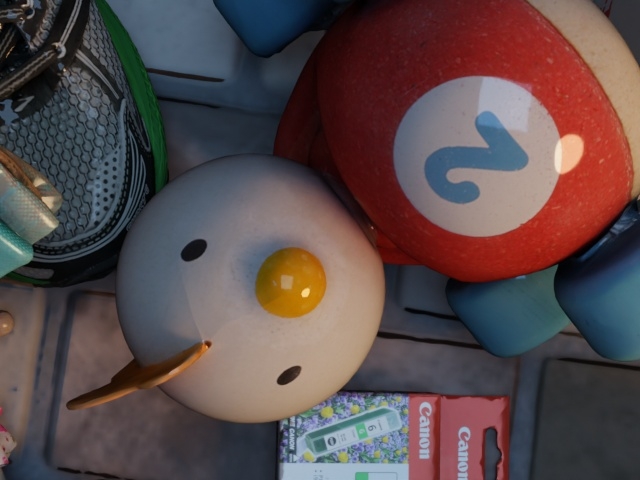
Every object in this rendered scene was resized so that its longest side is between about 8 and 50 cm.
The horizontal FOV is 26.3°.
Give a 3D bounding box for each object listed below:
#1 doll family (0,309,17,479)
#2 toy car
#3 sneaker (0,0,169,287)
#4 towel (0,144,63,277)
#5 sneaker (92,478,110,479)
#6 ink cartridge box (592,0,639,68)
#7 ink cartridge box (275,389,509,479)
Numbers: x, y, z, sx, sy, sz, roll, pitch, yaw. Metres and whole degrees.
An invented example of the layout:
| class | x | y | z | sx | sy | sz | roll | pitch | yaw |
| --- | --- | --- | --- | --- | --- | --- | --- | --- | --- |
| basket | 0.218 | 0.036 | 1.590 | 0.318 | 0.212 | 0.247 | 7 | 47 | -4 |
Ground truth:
| class | x | y | z | sx | sy | sz | roll | pitch | yaw |
| --- | --- | --- | --- | --- | --- | --- | --- | --- | --- |
| doll family | -0.260 | 0.091 | 0.592 | 0.263 | 0.118 | 0.163 | -25 | 86 | -6 |
| toy car | 0.000 | 0.000 | 0.560 | 0.238 | 0.210 | 0.219 | -41 | 100 | -16 |
| sneaker | -0.182 | -0.132 | 0.606 | 0.134 | 0.146 | 0.343 | -30 | 88 | -6 |
| towel | -0.287 | -0.011 | 0.376 | 0.271 | 0.370 | 0.040 | -38 | 48 | 11 |
| sneaker | -0.128 | 0.239 | 0.614 | 0.106 | 0.101 | 0.267 | 25 | 83 | -23 |
| ink cartridge box | 0.244 | -0.167 | 0.522 | 0.160 | 0.384 | 0.279 | 17 | 84 | -5 |
| ink cartridge box | 0.036 | 0.103 | 0.657 | 0.115 | 0.029 | 0.063 | 1 | 85 | -3 |
